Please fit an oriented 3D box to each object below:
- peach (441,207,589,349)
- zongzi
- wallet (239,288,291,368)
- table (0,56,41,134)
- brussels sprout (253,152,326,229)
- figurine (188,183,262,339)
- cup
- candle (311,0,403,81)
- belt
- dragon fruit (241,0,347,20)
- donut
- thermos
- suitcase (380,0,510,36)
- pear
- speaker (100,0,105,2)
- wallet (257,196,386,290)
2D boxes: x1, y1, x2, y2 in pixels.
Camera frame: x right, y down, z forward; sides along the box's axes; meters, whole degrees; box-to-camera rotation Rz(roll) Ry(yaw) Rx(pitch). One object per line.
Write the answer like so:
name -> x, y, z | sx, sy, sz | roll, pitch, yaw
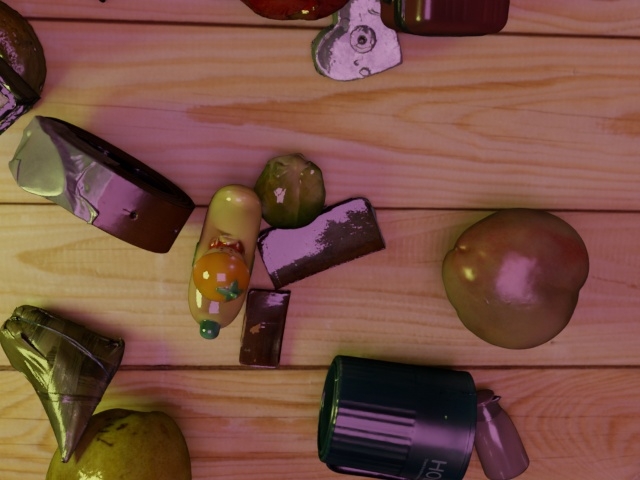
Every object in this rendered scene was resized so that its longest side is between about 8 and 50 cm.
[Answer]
peach -> 0.388, 0.073, 1.693 | 0.292, 0.247, 0.292 | -11, 125, -17
zongzi -> -0.553, 0.278, 1.679 | 0.250, 0.274, 0.125 | 23, 144, -5
wallet -> -0.121, 0.187, 1.803 | 0.095, 0.026, 0.176 | 5, 107, -12
table -> -0.704, -0.272, 1.415 | 0.272, 0.222, 0.335 | -43, 105, -1
brussels sprout -> -0.064, -0.095, 1.680 | 0.155, 0.117, 0.155 | 0, 90, -19
figurine -> -0.188, 0.039, 1.634 | 0.124, 0.222, 0.325 | 14, 127, -6
cup -> 0.147, 0.381, 1.797 | 0.291, 0.308, 0.242 | 10, 73, -7
candle -> 0.081, -0.385, 1.633 | 0.168, 0.068, 0.192 | 25, 105, -14
belt -> -0.411, -0.103, 1.596 | 0.338, 0.217, 0.122 | 31, 101, -10
dragon fruit -> -0.057, -0.526, 1.479 | 0.342, 0.277, 0.278 | -2, 106, -4
donut -> -0.656, -0.327, 1.574 | 0.271, 0.107, 0.272 | -2, 106, -7
thermos -> 0.368, 0.426, 1.878 | 0.137, 0.105, 0.193 | -15, 105, 33
suitcase -> 0.229, -0.521, 1.528 | 0.236, 0.161, 0.297 | -7, 108, -29
pear -> -0.398, 0.489, 1.731 | 0.303, 0.304, 0.304 | -1, 106, -4
speaker -> -0.370, -0.552, 1.561 | 0.082, 0.044, 0.218 | 39, 99, -14
wallet -> 0.000, 0.000, 1.756 | 0.255, 0.031, 0.137 | -20, 105, 1
